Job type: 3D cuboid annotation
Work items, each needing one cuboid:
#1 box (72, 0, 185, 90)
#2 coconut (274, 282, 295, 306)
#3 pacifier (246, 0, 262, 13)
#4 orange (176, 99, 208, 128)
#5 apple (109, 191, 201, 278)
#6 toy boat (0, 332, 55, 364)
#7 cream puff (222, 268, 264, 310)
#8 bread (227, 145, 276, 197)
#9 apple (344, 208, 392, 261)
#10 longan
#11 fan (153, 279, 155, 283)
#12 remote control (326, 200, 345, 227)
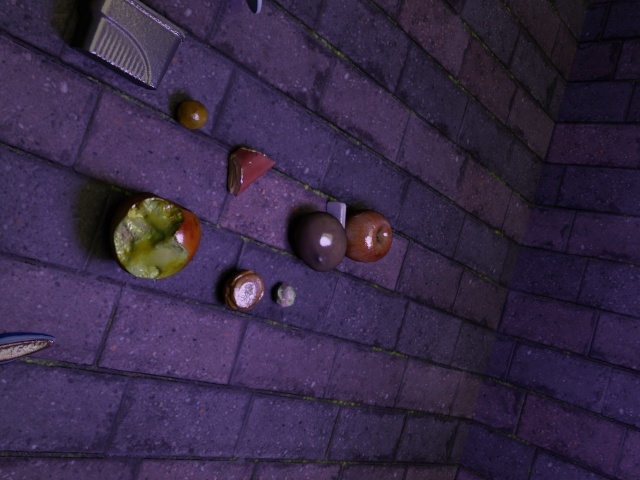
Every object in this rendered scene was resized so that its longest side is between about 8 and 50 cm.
[{"bbox_3d":[-0.507,-0.527,1.555,0.274,0.138,0.178,24,86,-44],"label":"box"},{"bbox_3d":[-0.126,0.192,2.114,0.081,0.082,0.083,31,75,-48],"label":"coconut"},{"bbox_3d":[-0.262,-0.806,1.683,0.269,0.288,0.343,-20,110,-12],"label":"pacifier"},{"bbox_3d":[-0.373,-0.368,1.753,0.095,0.085,0.085,8,93,-53],"label":"orange"},{"bbox_3d":[-0.454,-0.006,1.637,0.246,0.246,0.226,23,90,-45],"label":"apple"},{"bbox_3d":[-0.784,0.275,1.513,0.229,0.046,0.080,-6,100,-42],"label":"toy boat"},{"bbox_3d":[-0.258,0.163,1.963,0.144,0.103,0.126,-50,116,-25],"label":"cream puff"},{"bbox_3d":[-0.235,-0.239,1.925,0.192,0.067,0.119,-48,128,-27],"label":"bread"},{"bbox_3d":[0.168,-0.017,2.287,0.211,0.188,0.211,-7,100,-46],"label":"apple"},{"bbox_3d":[0.000,0.000,2.124,0.196,0.196,0.220,-38,116,-33],"label":"longan"},{"bbox_3d":[-0.508,0.088,1.771,0.060,0.003,0.080,10,91,-45],"label":"fan"},{"bbox_3d":[0.055,-0.054,2.236,0.029,0.087,0.190,-6,102,-43],"label":"remote control"}]
